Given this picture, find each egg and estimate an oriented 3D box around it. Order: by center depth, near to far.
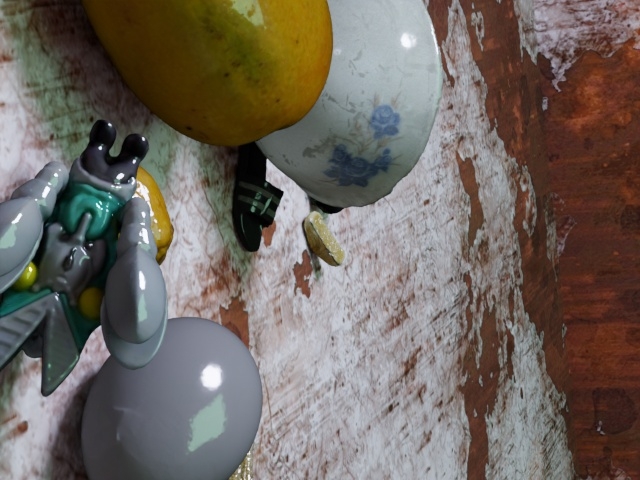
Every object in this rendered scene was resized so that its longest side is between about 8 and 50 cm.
[{"bbox_3d":[-0.156,0.183,1.493,0.232,0.176,0.176,-53,136,-45],"label":"egg"}]

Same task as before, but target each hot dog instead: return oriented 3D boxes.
[{"bbox_3d":[0.000,0.000,2.098,0.090,0.034,0.030,56,42,-19],"label":"hot dog"}]

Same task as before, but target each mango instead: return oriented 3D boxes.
[{"bbox_3d":[-0.140,-0.295,1.535,0.300,0.232,0.446,-81,151,-48],"label":"mango"}]

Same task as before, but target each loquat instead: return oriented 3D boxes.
[{"bbox_3d":[-0.207,-0.017,1.493,0.137,0.113,0.137,53,17,-24],"label":"loquat"}]

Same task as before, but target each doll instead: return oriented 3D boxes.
[{"bbox_3d":[-0.245,0.009,1.347,0.153,0.195,0.258,119,-36,-71],"label":"doll"}]

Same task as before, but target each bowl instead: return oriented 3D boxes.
[{"bbox_3d":[-0.012,-0.195,1.785,0.146,0.313,0.313,-1,88,-45],"label":"bowl"}]

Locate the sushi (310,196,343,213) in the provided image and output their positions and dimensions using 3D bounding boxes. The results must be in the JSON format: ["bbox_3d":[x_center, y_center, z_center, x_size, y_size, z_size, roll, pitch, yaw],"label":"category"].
[{"bbox_3d":[0.013,-0.085,2.118,0.085,0.056,0.083,-52,141,-60],"label":"sushi"}]

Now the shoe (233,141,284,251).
[{"bbox_3d":[-0.076,-0.075,1.897,0.071,0.049,0.179,34,56,-62],"label":"shoe"}]

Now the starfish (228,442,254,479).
[{"bbox_3d":[-0.073,0.333,1.613,0.138,0.050,0.247,60,28,-34],"label":"starfish"}]
